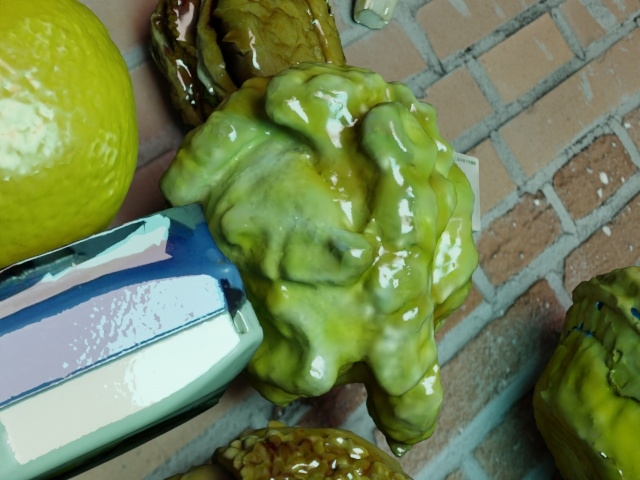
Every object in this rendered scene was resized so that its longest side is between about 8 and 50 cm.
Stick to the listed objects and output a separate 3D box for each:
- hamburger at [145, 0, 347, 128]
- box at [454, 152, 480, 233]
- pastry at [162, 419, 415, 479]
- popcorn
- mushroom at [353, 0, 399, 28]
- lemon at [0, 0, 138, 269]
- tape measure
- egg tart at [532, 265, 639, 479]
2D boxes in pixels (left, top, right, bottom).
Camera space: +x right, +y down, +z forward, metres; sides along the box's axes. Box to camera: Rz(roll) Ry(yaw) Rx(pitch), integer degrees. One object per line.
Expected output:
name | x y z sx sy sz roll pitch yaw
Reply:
hamburger | -0.056 -0.186 1.165 0.206 0.130 0.183 -12 85 -38
box | 0.112 -0.056 1.284 0.125 0.043 0.089 10 70 -31
pastry | -0.027 0.285 0.941 0.315 0.184 0.284 -16 71 -12
popcorn | -0.001 0.008 1.045 0.279 0.335 0.274 12 23 5
mushroom | 0.087 -0.324 1.351 0.059 0.054 0.202 36 63 -21
lemon | -0.275 -0.082 0.900 0.293 0.293 0.293 11 70 -31
tape measure | -0.192 0.102 0.900 0.259 0.262 0.138 -21 81 -23
egg tart | 0.335 0.212 1.206 0.169 0.388 0.388 -26 90 -3
